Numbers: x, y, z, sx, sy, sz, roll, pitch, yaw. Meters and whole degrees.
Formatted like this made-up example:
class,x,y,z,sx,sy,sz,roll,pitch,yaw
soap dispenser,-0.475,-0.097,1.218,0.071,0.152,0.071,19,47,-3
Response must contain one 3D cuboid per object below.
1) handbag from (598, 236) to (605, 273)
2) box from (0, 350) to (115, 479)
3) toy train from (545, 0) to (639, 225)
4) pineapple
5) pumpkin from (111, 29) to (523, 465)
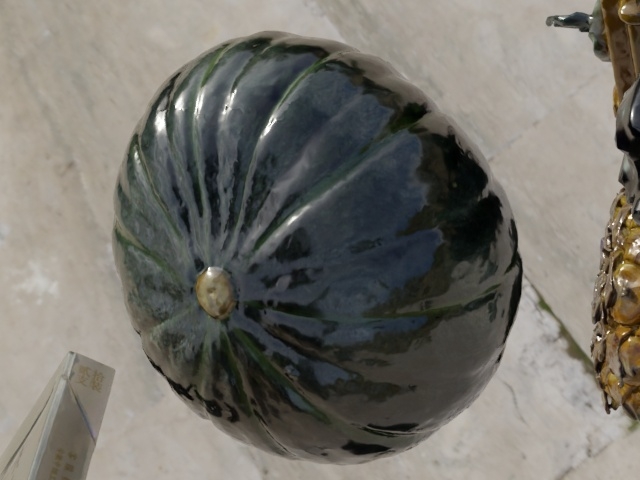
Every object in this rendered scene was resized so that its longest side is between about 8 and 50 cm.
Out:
class,x,y,z,sx,sy,sz,roll,pitch,yaw
handbag,0.372,0.073,1.233,0.095,0.117,0.173,-26,45,-15
box,-0.253,0.276,0.877,0.204,0.051,0.365,-53,20,33
toy train,0.308,-0.074,0.542,0.429,0.178,0.249,5,55,27
pineapple,0.238,0.039,0.827,0.076,0.225,0.225,8,68,16
pumpkin,0.000,0.000,0.653,0.250,0.250,0.216,9,37,32
